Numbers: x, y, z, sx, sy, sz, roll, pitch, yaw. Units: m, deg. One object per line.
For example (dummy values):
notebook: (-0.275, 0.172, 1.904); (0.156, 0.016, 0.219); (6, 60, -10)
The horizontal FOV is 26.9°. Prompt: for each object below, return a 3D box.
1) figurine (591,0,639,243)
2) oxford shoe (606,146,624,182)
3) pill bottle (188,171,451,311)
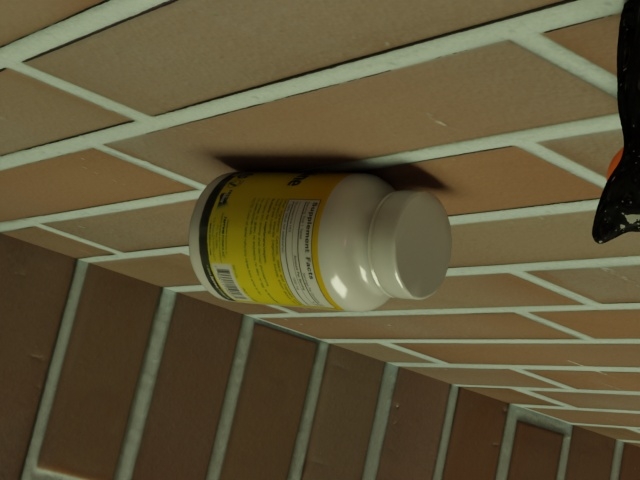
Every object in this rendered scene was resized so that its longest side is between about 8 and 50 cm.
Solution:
figurine: (0.341, -0.082, 1.105); (0.215, 0.209, 0.092); (9, 167, 13)
oxford shoe: (0.452, -0.095, 1.238); (0.364, 0.130, 0.133); (-8, -170, 39)
pill bottle: (0.000, 0.000, 1.819); (0.334, 0.187, 0.188); (3, 164, 36)
